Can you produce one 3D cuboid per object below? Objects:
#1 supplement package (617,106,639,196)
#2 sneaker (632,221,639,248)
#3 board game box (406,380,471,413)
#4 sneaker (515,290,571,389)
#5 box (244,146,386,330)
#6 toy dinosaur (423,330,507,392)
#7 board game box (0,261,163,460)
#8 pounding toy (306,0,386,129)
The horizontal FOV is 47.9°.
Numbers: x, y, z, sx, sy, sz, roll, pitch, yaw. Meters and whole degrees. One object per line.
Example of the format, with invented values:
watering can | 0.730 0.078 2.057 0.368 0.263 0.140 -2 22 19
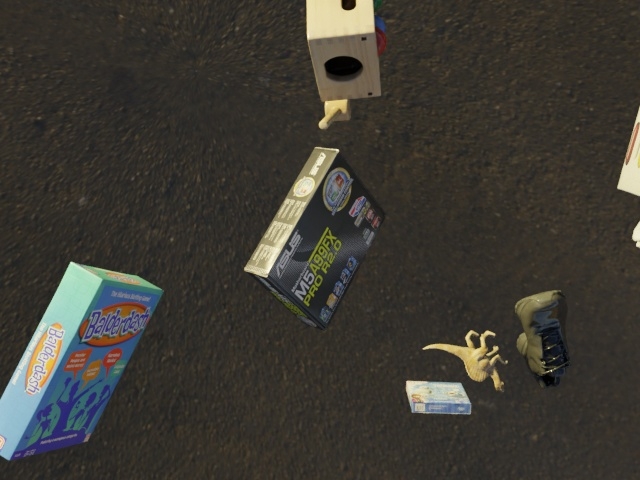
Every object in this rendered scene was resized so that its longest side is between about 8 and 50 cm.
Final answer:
supplement package | 0.567 -0.107 1.002 0.204 0.262 0.145 12 101 4
sneaker | 0.685 -0.001 1.248 0.210 0.366 0.137 -37 99 15
board game box | 0.185 0.247 1.138 0.090 0.090 0.020 2 99 0
sneaker | 0.470 0.206 1.481 0.109 0.130 0.286 -16 141 7
box | 0.000 0.000 1.330 0.270 0.060 0.216 -61 139 -18
toy dinosaur | 0.288 0.212 1.337 0.183 0.053 0.093 33 62 -10
board game box | -0.274 0.135 0.821 0.047 0.160 0.210 25 88 14
pounding toy | 0.042 -0.229 0.950 0.094 0.206 0.181 -4 64 7
